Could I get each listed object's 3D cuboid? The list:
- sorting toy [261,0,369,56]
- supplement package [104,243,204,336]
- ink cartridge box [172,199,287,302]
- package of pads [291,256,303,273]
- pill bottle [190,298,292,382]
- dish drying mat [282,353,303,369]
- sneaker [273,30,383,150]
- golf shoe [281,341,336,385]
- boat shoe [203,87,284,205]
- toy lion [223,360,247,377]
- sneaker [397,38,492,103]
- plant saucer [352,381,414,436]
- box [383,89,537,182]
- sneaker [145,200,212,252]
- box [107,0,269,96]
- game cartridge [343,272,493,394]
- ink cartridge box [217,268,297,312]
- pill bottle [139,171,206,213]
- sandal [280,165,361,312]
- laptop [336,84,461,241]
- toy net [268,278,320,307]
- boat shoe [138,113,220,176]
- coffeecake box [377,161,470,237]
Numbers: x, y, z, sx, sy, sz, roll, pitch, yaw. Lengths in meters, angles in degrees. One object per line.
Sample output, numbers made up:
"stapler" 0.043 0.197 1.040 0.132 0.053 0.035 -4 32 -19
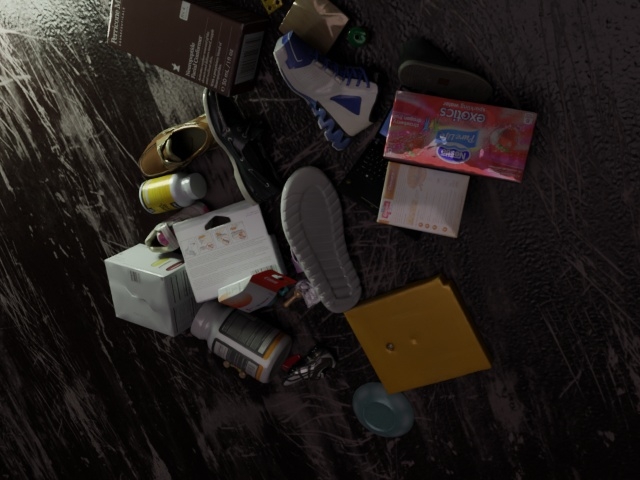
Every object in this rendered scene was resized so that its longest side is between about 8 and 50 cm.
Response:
"sorting toy" -0.016 -0.522 1.540 0.274 0.046 0.132 41 123 3
"supplement package" -0.504 0.147 1.987 0.262 0.145 0.204 11 117 32
"ink cartridge box" -0.260 0.028 1.851 0.275 0.060 0.238 -18 90 13
"package of pads" -0.037 0.059 1.818 0.083 0.032 0.050 -16 107 30
"pill bottle" -0.237 0.292 1.941 0.278 0.162 0.162 29 121 12
"dish drying mat" -0.090 0.375 1.998 0.083 0.008 0.032 -28 98 32
"sneaker" 0.042 -0.376 1.519 0.182 0.127 0.315 -26 124 21
"golf shoe" -0.037 0.394 1.937 0.094 0.077 0.198 45 119 -5
"boat shoe" -0.191 -0.256 1.696 0.113 0.127 0.340 -11 108 28
"toy lion" -0.249 0.382 2.066 0.100 0.034 0.096 31 115 10
"sneaker" 0.279 -0.385 1.448 0.222 0.118 0.083 15 139 -13
"plant saucer" 0.178 0.511 1.914 0.195 0.037 0.195 10 116 22
"box" 0.303 -0.224 1.424 0.300 0.142 0.154 13 98 13
"sneaker" -0.420 -0.025 1.915 0.252 0.111 0.103 -32 96 32
"box" -0.339 -0.529 1.639 0.381 0.143 0.191 26 121 15
"game cartridge" 0.262 0.258 1.759 0.324 0.053 0.285 -23 101 29
"ink cartridge box" -0.172 0.143 1.805 0.179 0.145 0.045 -20 63 23
"pill bottle" -0.423 -0.141 1.869 0.184 0.103 0.103 -10 107 29
"sandal" -0.014 0.005 1.736 0.102 0.169 0.416 21 130 64
"laptop" 0.208 -0.180 1.530 0.234 0.264 0.136 34 164 9
"toy net" -0.091 0.134 1.875 0.232 0.045 0.122 -1 93 23
"boat shoe" -0.395 -0.261 1.793 0.324 0.120 0.122 -24 100 31
"coffeecake box" 0.236 -0.094 1.487 0.186 0.068 0.142 12 96 11
